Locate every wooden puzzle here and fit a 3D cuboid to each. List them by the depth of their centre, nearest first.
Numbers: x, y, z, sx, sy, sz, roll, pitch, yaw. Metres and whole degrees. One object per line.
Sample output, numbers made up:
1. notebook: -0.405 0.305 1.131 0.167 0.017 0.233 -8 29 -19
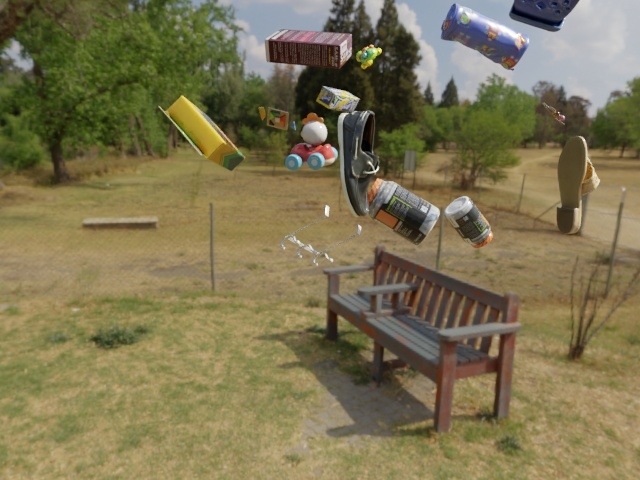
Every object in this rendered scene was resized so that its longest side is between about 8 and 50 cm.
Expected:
1. wooden puzzle: -0.135 -0.378 1.480 0.116 0.079 0.014 11 51 8

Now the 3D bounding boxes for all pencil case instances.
1. pencil case: 0.562 -0.701 1.637 0.305 0.120 0.133 19 0 -11

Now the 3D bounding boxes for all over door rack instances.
1. over door rack: 0.000 0.000 2.245 0.239 0.324 0.108 29 39 -35

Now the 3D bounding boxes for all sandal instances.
1. sandal: 0.644 -0.137 1.170 0.079 0.240 0.088 -5 16 -13

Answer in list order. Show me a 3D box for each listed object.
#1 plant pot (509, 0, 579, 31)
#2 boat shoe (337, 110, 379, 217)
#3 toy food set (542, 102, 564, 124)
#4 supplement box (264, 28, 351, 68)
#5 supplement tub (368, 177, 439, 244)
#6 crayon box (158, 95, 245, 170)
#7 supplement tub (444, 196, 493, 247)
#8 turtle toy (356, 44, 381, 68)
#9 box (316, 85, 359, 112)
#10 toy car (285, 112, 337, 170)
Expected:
1. plant pot: 0.851 -0.937 1.772 0.235 0.236 0.212 24 -23 12
2. boat shoe: 0.089 -0.166 1.041 0.079 0.233 0.084 -1 7 26
3. toy food set: 0.953 -0.516 1.919 0.122 0.019 0.078 25 24 -40
4. supplement box: -0.035 -0.590 1.455 0.239 0.073 0.130 11 39 16
5. supplement tub: 0.351 -0.135 2.118 0.315 0.194 0.193 32 14 2
6. crayon box: -0.371 -0.341 1.534 0.202 0.081 0.318 48 4 3
7. supplement tub: 0.580 -0.068 1.848 0.117 0.190 0.117 -38 16 13
8. turtle toy: 0.201 -0.807 2.073 0.066 0.095 0.130 41 -9 -20
9. box: 0.060 -0.470 1.585 0.059 0.054 0.168 38 26 21
10. toy car: -0.045 -0.454 2.145 0.210 0.238 0.219 2 19 22
